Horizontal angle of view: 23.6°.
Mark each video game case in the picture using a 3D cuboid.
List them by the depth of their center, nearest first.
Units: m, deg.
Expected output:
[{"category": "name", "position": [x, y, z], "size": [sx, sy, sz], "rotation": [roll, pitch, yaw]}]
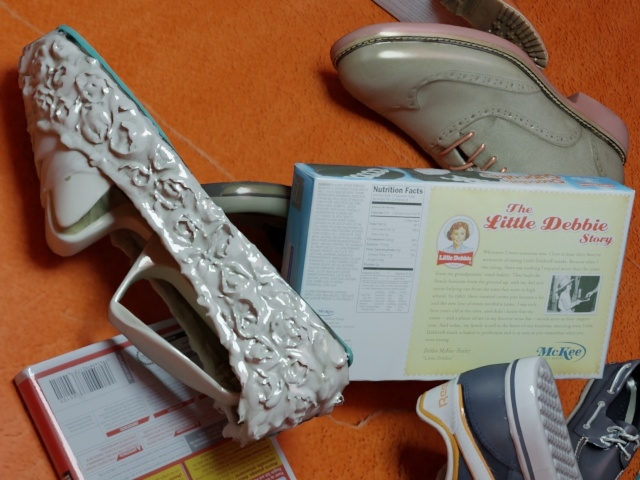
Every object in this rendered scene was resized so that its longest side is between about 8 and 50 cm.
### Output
[{"category": "video game case", "position": [-0.106, 0.206, 1.250], "size": [0.204, 0.025, 0.285], "rotation": [-18, 77, -46]}]

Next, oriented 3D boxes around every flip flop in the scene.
[{"category": "flip flop", "position": [0.000, 0.000, 1.419], "size": [0.277, 0.112, 0.080], "rotation": [10, 76, -35]}]

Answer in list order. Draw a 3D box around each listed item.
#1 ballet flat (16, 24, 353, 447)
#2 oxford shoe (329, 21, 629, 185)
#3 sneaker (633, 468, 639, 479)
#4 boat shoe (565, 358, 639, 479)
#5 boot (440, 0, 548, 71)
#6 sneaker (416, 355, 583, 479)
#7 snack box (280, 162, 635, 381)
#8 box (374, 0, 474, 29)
[{"category": "ballet flat", "position": [-0.140, -0.001, 1.256], "size": [0.409, 0.147, 0.147], "rotation": [48, 43, 8]}, {"category": "oxford shoe", "position": [0.180, -0.109, 1.614], "size": [0.397, 0.140, 0.146], "rotation": [20, 60, -29]}, {"category": "sneaker", "position": [0.372, 0.253, 1.610], "size": [0.076, 0.065, 0.166], "rotation": [43, 46, -18]}, {"category": "boat shoe", "position": [0.294, 0.196, 1.572], "size": [0.075, 0.065, 0.206], "rotation": [43, 45, -12]}, {"category": "boot", "position": [0.199, -0.247, 1.666], "size": [0.158, 0.059, 0.085], "rotation": [49, 36, 9]}, {"category": "sneaker", "position": [0.180, 0.257, 1.408], "size": [0.126, 0.127, 0.321], "rotation": [-53, 129, -63]}, {"category": "snack box", "position": [0.123, 0.031, 1.394], "size": [0.322, 0.060, 0.187], "rotation": [2, 105, -22]}, {"category": "box", "position": [0.063, -0.313, 1.687], "size": [0.324, 0.067, 0.063], "rotation": [34, 47, -19]}]
